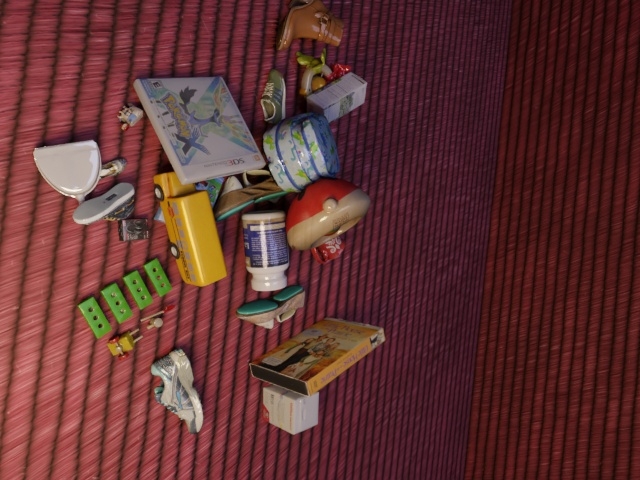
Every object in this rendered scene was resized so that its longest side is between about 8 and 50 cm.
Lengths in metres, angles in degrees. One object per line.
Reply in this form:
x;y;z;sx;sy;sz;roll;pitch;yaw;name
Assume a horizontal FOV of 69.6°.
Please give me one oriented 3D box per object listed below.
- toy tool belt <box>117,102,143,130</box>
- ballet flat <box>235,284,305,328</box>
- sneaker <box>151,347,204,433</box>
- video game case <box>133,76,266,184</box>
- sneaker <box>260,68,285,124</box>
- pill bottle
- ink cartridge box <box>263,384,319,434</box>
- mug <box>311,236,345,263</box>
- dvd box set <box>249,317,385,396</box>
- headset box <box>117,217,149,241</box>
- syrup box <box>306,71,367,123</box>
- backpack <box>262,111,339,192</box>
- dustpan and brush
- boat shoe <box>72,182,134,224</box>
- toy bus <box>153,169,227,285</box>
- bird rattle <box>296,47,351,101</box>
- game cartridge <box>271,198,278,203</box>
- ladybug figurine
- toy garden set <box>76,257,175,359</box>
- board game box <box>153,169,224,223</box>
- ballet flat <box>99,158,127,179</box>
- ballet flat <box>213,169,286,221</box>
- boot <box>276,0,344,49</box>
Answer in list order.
-0.538;-0.346;1.283;0.051;0.052;0.083;37;60;-7;toy tool belt
-0.169;0.257;1.672;0.316;0.107;0.106;-17;113;-43;ballet flat
-0.445;0.476;1.421;0.122;0.110;0.283;-18;104;-25;sneaker
-0.350;-0.340;1.378;0.300;0.036;0.329;-22;82;-44;video game case
-0.172;-0.507;1.627;0.086;0.064;0.192;-19;110;-49;sneaker
-0.186;0.032;1.595;0.153;0.153;0.264;-12;101;-45;pill bottle
-0.110;0.612;1.705;0.127;0.176;0.128;-1;95;-46;ink cartridge box
0.008;-0.006;1.812;0.169;0.113;0.150;49;19;-32;mug
-0.005;0.411;1.706;0.420;0.308;0.062;-23;107;-42;dvd box set
-0.537;-0.031;1.314;0.083;0.032;0.062;-7;99;-47;headset box
0.063;-0.538;1.758;0.237;0.096;0.093;-38;155;-25;syrup box
-0.059;-0.299;1.564;0.355;0.273;0.290;-26;106;-55;backpack
-0.630;-0.141;1.192;0.147;0.060;0.211;-16;104;-25;dustpan and brush
-0.567;-0.076;1.227;0.183;0.065;0.083;-47;159;-43;boat shoe
-0.379;-0.041;1.350;0.108;0.130;0.332;-24;111;-42;toy bus
-0.002;-0.622;1.791;0.253;0.143;0.207;19;91;-58;bird rattle
-0.169;-0.182;1.695;0.056;0.017;0.083;29;73;-40;game cartridge
0.011;-0.094;1.535;0.305;0.449;0.162;-28;85;-9;ladybug figurine
-0.538;0.198;1.323;0.244;0.049;0.204;-37;117;-39;toy garden set
-0.405;-0.133;1.437;0.160;0.039;0.211;29;74;-43;board game box
-0.574;-0.193;1.257;0.114;0.041;0.041;-36;118;-38;ballet flat
-0.245;-0.171;1.559;0.342;0.116;0.124;-28;93;-38;ballet flat
-0.034;-0.763;1.687;0.220;0.109;0.283;26;60;-21;boot
